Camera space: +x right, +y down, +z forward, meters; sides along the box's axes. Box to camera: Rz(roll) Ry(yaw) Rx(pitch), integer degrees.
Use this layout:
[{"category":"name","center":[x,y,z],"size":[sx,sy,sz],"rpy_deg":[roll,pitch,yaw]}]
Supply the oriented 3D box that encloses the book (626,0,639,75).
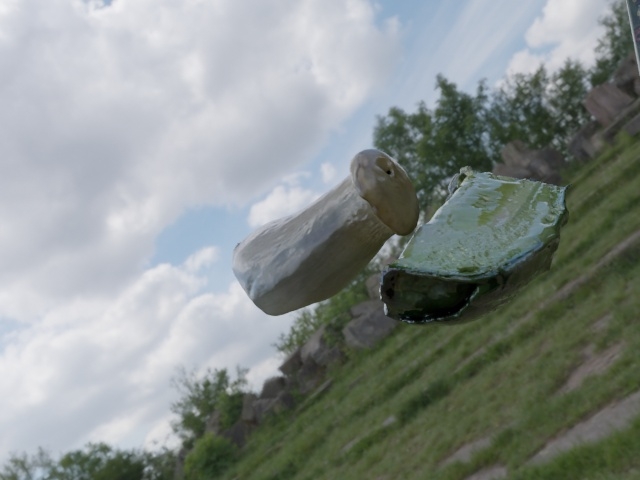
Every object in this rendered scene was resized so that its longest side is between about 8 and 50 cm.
[{"category":"book","center":[0.683,-0.406,1.098],"size":[0.322,0.228,0.018],"rpy_deg":[-12,-29,28]}]

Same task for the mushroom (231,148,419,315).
[{"category":"mushroom","center":[-0.006,0.008,0.649],"size":[0.247,0.096,0.108],"rpy_deg":[-33,22,45]}]

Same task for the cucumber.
[{"category":"cucumber","center":[0.151,0.016,0.640],"size":[0.325,0.145,0.105],"rpy_deg":[-35,-47,-60]}]
